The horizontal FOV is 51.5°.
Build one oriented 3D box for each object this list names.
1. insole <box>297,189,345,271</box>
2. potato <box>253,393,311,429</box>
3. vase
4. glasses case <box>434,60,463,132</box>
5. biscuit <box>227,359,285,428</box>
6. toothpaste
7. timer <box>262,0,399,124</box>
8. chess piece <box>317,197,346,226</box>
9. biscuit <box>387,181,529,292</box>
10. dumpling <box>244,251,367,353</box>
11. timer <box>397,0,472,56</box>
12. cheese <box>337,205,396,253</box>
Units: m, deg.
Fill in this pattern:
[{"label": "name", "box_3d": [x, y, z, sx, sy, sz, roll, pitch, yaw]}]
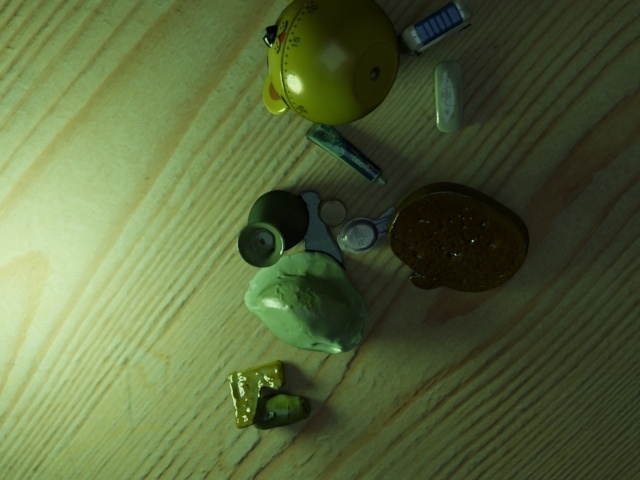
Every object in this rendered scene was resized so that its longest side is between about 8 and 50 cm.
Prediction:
[{"label": "insole", "box_3d": [0.000, 0.000, 1.945, 0.110, 0.012, 0.310, -12, 102, 5]}, {"label": "potato", "box_3d": [-0.123, 0.522, 2.027, 0.188, 0.085, 0.105, -5, 101, -3]}, {"label": "vase", "box_3d": [-0.135, -0.026, 1.778, 0.173, 0.321, 0.173, 2, 104, 6]}, {"label": "glasses case", "box_3d": [0.354, -0.395, 1.830, 0.074, 0.049, 0.194, -3, 103, 1]}, {"label": "biscuit", "box_3d": [-0.184, 0.457, 1.997, 0.183, 0.039, 0.174, -20, 63, 4]}, {"label": "toothpaste", "box_3d": [0.081, -0.242, 1.875, 0.268, 0.047, 0.069, 38, 113, -3]}, {"label": "timer", "box_3d": [0.000, -0.476, 1.700, 0.387, 0.376, 0.376, 30, 106, 39]}, {"label": "chess piece", "box_3d": [0.034, -0.081, 1.907, 0.083, 0.038, 0.084, -1, 99, -7]}, {"label": "biscuit", "box_3d": [0.377, 0.006, 1.879, 0.394, 0.070, 0.350, 32, 121, -15]}, {"label": "dumpling", "box_3d": [-0.035, 0.191, 1.886, 0.320, 0.212, 0.270, 36, 106, -13]}, {"label": "timer", "box_3d": [0.288, -0.536, 1.696, 0.178, 0.253, 0.078, -30, 101, 8]}, {"label": "cheese", "box_3d": [0.141, -0.023, 1.920, 0.190, 0.042, 0.105, -19, 102, 5]}]
